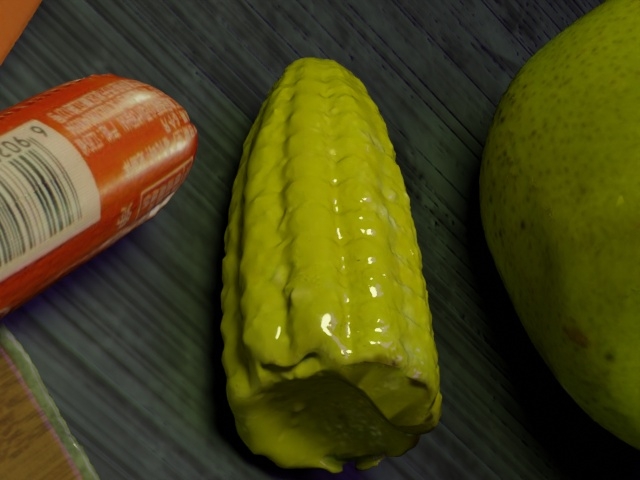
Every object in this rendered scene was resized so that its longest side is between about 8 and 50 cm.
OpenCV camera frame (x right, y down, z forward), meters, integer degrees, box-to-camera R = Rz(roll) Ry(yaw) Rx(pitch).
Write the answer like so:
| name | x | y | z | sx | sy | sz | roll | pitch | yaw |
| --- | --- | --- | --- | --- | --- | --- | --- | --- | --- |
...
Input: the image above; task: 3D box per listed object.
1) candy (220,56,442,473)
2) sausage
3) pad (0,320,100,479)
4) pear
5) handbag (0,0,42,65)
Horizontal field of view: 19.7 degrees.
| name | x | y | z | sx | sy | sz | roll | pitch | yaw |
| --- | --- | --- | --- | --- | --- | --- | --- | --- | --- |
| candy | 0.000 | 0.000 | 0.848 | 0.106 | 0.094 | 0.199 | 74 | 9 | -56 |
| sausage | -0.127 | -0.011 | 0.711 | 0.074 | 0.074 | 0.274 | 59 | 35 | -6 |
| pad | -0.134 | 0.194 | 0.628 | 0.284 | 0.018 | 0.286 | 60 | 37 | -5 |
| pear | 0.230 | -0.015 | 0.994 | 0.294 | 0.294 | 0.294 | 29 | 48 | -38 |
| handbag | -0.166 | -0.144 | 0.761 | 0.127 | 0.063 | 0.190 | 44 | 44 | -24 |
